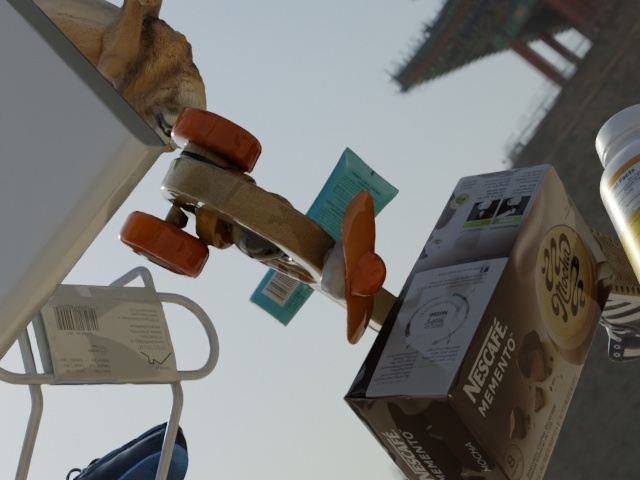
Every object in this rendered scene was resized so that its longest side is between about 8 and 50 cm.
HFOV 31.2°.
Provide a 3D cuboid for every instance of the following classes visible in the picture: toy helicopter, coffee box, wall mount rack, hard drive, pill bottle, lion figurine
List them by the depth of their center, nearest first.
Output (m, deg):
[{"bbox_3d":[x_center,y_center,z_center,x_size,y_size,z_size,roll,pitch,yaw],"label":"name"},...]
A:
[{"bbox_3d":[-0.317,-0.032,1.005,0.353,0.233,0.047,-49,-15,20],"label":"hard drive"},{"bbox_3d":[0.004,0.021,1.072,0.355,0.235,0.140,36,-105,-42],"label":"toy helicopter"},{"bbox_3d":[0.164,0.090,1.105,0.168,0.119,0.297,54,-132,-28],"label":"coffee box"},{"bbox_3d":[-0.263,0.172,1.283,0.130,0.304,0.350,-31,-24,35],"label":"wall mount rack"},{"bbox_3d":[0.401,-0.037,1.301,0.136,0.245,0.136,-8,-39,-6],"label":"pill bottle"},{"bbox_3d":[-0.307,-0.252,1.363,0.240,0.392,0.142,121,168,-45],"label":"lion figurine"}]

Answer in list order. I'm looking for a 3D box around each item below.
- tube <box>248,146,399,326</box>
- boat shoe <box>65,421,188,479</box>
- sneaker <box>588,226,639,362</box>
[{"bbox_3d":[0.000,0.000,1.289,0.207,0.080,0.052,-53,19,-7],"label":"tube"},{"bbox_3d":[-0.259,0.320,1.438,0.258,0.109,0.089,-30,28,15],"label":"boat shoe"},{"bbox_3d":[0.376,0.076,1.531,0.153,0.282,0.099,123,158,-48],"label":"sneaker"}]
